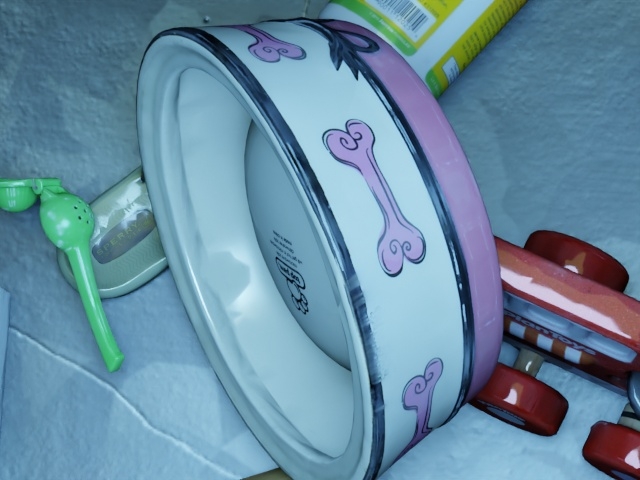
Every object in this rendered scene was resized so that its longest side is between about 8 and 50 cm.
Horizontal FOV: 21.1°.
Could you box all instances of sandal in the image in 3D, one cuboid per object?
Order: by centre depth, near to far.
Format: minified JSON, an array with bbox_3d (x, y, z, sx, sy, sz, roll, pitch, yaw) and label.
[{"bbox_3d":[-0.121,-0.059,1.608,0.303,0.086,0.120,-44,76,-4],"label":"sandal"}]

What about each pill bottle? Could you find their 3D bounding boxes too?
[{"bbox_3d":[0.126,-0.250,1.609,0.136,0.136,0.245,41,83,11],"label":"pill bottle"}]

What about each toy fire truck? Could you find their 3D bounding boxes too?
[{"bbox_3d":[0.253,0.096,1.462,0.302,0.254,0.169,26,81,9],"label":"toy fire truck"}]

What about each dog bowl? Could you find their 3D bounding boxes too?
[{"bbox_3d":[0.000,0.000,1.416,0.150,0.408,0.408,-22,76,-22],"label":"dog bowl"}]

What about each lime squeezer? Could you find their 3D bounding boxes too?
[{"bbox_3d":[-0.272,-0.017,1.603,0.310,0.110,0.059,38,38,19],"label":"lime squeezer"}]

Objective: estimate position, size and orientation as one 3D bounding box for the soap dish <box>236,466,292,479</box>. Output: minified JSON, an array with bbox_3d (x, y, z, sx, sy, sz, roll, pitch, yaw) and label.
[{"bbox_3d":[-0.037,0.347,1.497,0.229,0.118,0.290,-17,78,0],"label":"soap dish"}]

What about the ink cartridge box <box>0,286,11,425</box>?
[{"bbox_3d":[-0.413,0.182,1.555,0.226,0.131,0.306,0,79,4],"label":"ink cartridge box"}]
